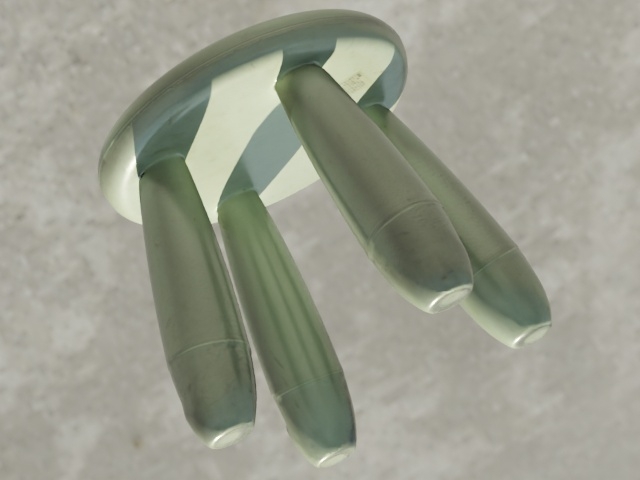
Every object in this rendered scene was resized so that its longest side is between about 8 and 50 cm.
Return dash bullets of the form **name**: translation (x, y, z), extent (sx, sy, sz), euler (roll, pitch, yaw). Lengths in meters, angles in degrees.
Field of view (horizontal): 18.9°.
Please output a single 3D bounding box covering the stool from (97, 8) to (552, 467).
- **stool**: translation (0.000, 0.000, 1.091), extent (0.195, 0.198, 0.195), euler (-34, 160, 14)
